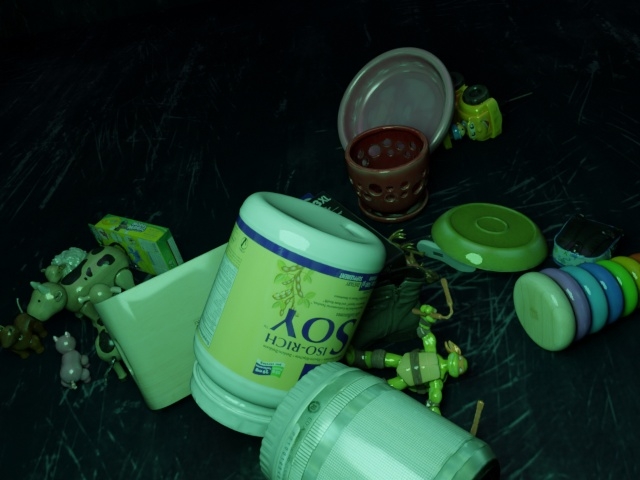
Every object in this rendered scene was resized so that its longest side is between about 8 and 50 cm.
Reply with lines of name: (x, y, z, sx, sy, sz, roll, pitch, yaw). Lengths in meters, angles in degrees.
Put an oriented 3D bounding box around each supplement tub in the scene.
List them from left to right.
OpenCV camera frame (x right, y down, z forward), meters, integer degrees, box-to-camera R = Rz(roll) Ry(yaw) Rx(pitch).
supplement tub: (-0.061, 0.114, 0.868, 0.241, 0.331, 0.241, 21, 13, -5)

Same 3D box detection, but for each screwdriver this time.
screwdriver: (0.553, -0.404, 1.565, 0.170, 0.025, 0.024, -18, 41, -26)

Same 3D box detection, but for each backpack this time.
backpack: (0.513, 0.018, 1.055, 0.105, 0.084, 0.114, 28, 50, 37)

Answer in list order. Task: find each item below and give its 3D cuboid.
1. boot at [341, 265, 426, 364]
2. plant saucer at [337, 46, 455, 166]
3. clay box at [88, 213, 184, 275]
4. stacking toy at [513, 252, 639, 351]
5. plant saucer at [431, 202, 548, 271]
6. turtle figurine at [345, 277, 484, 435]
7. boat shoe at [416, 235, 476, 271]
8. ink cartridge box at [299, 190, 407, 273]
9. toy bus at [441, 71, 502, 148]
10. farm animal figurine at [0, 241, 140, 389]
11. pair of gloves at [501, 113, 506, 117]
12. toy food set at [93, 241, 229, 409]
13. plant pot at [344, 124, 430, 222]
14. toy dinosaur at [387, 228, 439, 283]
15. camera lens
boot: (0.074, 0.129, 0.984, 0.246, 0.161, 0.083, -18, 41, -6)
plant saucer: (0.202, -0.332, 1.417, 0.332, 0.084, 0.332, -7, 78, 34)
clay box: (-0.432, 0.012, 1.269, 0.222, 0.127, 0.053, 13, 47, 26)
stacking toy: (0.520, 0.079, 0.958, 0.330, 0.141, 0.141, -17, 41, -11)
plant saucer: (0.355, -0.019, 1.131, 0.241, 0.037, 0.241, 1, 34, -1)
turtle figurine: (0.155, 0.207, 0.921, 0.217, 0.087, 0.270, -9, 70, 14)
boat shoe: (0.271, 0.023, 1.140, 0.142, 0.049, 0.040, 24, 52, 37)
ink cartridge box: (0.000, 0.000, 1.168, 0.175, 0.069, 0.371, -34, 43, -16)
toy bus: (0.340, -0.321, 1.449, 0.211, 0.149, 0.220, -38, 48, -8)
farm animal figurine: (-0.497, 0.127, 1.122, 0.330, 0.172, 0.327, 3, 43, 17)
pair of gloves: (0.487, -0.368, 1.550, 0.074, 0.010, 0.083, -9, 42, 4)
toy food set: (-0.231, 0.148, 1.020, 0.306, 0.220, 0.092, -27, 7, -17)
plant pot: (0.160, -0.150, 1.263, 0.191, 0.174, 0.191, -6, 43, 6)
toy dinosaur: (0.149, 0.034, 1.146, 0.211, 0.064, 0.112, 9, 47, 24)
camera lens: (0.081, 0.316, 0.728, 0.274, 0.219, 0.219, 25, 53, 35)
